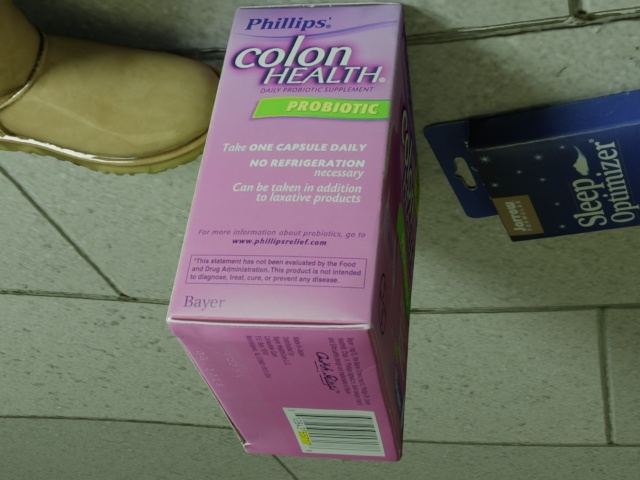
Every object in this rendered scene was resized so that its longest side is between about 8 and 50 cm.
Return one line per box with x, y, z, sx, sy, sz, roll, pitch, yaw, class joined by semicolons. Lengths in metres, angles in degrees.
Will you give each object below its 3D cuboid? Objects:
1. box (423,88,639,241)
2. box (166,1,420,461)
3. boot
0.204;-0.055;0.707;0.225;0.036;0.136;-7;146;24;box
0.000;0.000;0.635;0.117;0.242;0.213;0;147;10;box
-0.199;-0.136;0.559;0.236;0.089;0.269;0;158;13;boot
